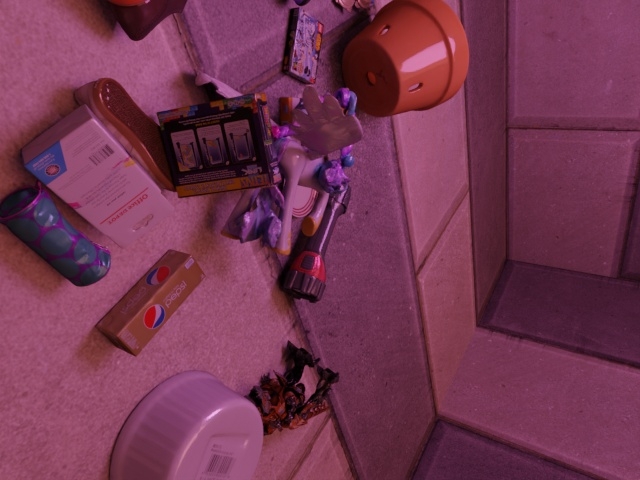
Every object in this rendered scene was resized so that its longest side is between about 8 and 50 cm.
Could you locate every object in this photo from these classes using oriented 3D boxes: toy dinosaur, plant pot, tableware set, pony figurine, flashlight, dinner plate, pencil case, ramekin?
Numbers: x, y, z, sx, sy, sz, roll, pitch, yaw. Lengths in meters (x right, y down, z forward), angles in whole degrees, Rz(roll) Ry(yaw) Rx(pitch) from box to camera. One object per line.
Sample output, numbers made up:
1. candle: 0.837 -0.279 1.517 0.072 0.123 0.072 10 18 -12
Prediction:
1. toy dinosaur: -0.072 0.386 1.143 0.218 0.164 0.322 -58 162 -6
2. plant pot: 0.191 -0.445 1.160 0.204 0.291 0.290 -35 129 -25
3. tableware set: 0.085 -0.645 1.121 0.141 0.020 0.168 -14 111 -41
4. pony figurine: -0.061 -0.161 0.882 0.351 0.303 0.363 2 111 -66
5. flashlight: 0.000 0.000 1.145 0.103 0.103 0.303 34 65 -32
6. dinner plate: -0.049 -0.126 1.099 0.141 0.017 0.141 -24 119 -52
7. pencil case: -0.358 -0.005 0.628 0.070 0.065 0.151 -46 137 -18
8. ramekin: -0.234 0.403 0.869 0.277 0.135 0.277 -22 117 -52

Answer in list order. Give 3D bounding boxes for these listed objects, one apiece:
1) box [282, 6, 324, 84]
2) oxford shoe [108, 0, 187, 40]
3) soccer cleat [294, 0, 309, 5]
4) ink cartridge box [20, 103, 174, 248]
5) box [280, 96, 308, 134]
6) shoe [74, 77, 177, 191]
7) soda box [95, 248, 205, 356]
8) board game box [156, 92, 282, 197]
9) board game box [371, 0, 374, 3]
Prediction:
1. box: -0.038 -0.428 1.018 0.094 0.027 0.136 3 97 -55
2. oxford shoe: -0.233 -0.416 0.698 0.098 0.097 0.271 99 17 -61
3. soccer cleat: -0.042 -0.637 0.903 0.117 0.109 0.318 3 99 -36
4. ink cartridge box: -0.307 -0.084 0.652 0.104 0.061 0.181 -39 136 -8
5. box: -0.040 -0.286 1.057 0.136 0.028 0.081 -19 114 -51
6. shoe: -0.286 -0.155 0.710 0.219 0.058 0.076 61 29 -49
7. soda box: -0.282 0.100 0.775 0.181 0.061 0.058 -54 140 -33
8. board game box: -0.158 -0.148 0.726 0.048 0.171 0.140 -53 135 -66
9. board game box: 0.111 -0.666 1.179 0.090 0.020 0.090 -21 117 -52
